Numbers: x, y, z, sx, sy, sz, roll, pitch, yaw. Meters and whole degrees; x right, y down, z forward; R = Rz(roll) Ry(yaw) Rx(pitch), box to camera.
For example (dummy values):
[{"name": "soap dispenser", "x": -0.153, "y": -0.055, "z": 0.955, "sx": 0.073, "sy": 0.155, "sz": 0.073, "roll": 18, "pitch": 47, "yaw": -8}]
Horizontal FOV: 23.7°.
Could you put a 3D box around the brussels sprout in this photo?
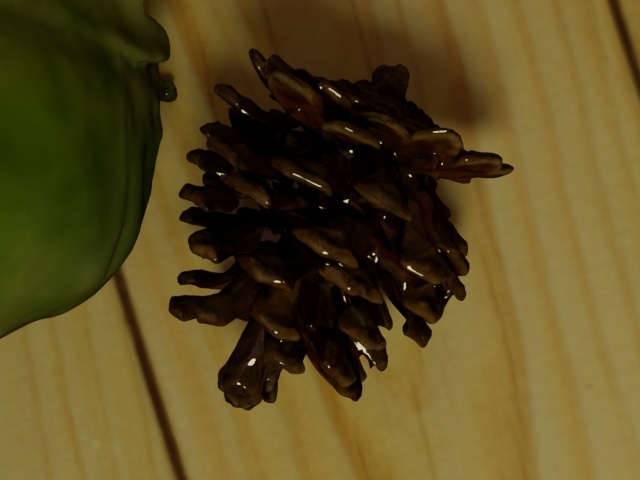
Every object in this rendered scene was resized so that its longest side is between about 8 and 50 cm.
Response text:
[{"name": "brussels sprout", "x": -0.310, "y": -0.098, "z": 0.870, "sx": 0.425, "sy": 0.361, "sz": 0.342, "roll": 9, "pitch": 98, "yaw": 12}]

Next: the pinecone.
[{"name": "pinecone", "x": 0.001, "y": 0.001, "z": 0.897, "sx": 0.185, "sy": 0.169, "sz": 0.212, "roll": 27, "pitch": 112, "yaw": 42}]
